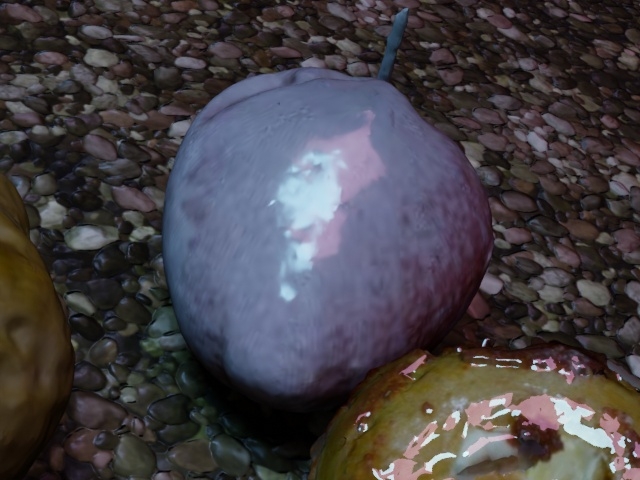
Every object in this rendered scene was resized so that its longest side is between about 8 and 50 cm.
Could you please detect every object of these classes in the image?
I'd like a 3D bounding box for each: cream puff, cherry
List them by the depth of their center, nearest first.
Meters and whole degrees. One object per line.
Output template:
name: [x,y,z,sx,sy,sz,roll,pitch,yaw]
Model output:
cream puff: [0.159,0.237,0.833,0.351,0.228,0.350,-4,54,5]
cherry: [-0.011,-0.008,1.007,0.335,0.291,0.326,-37,81,-29]

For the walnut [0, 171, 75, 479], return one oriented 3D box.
walnut: [-0.371,0.052,0.752,0.398,0.308,0.354,35,6,-39]
